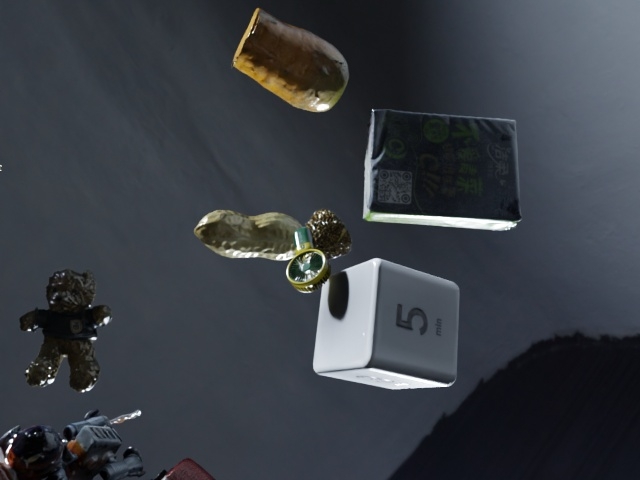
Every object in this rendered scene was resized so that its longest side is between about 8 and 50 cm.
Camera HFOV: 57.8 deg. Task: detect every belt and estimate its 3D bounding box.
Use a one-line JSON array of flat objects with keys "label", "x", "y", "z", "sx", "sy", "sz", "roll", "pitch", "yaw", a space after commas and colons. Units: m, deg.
[{"label": "belt", "x": -0.272, "y": 0.479, "z": 1.008, "sx": 0.124, "sy": 0.201, "sz": 0.128, "roll": 38, "pitch": 145, "yaw": 10}]

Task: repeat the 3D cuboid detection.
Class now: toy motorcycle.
[{"label": "toy motorcycle", "x": -0.368, "y": 0.328, "z": 0.828, "sx": 0.134, "sy": 0.207, "sz": 0.401, "roll": 35, "pitch": -172, "yaw": 22}]

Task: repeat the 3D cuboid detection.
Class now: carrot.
[{"label": "carrot", "x": -0.086, "y": -0.536, "z": 1.762, "sx": 0.340, "sy": 0.224, "sz": 0.224, "roll": 23, "pitch": 163, "yaw": -21}]

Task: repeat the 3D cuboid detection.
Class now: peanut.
[{"label": "peanut", "x": -0.165, "y": -0.015, "z": 1.432, "sx": 0.136, "sy": 0.298, "sz": 0.120, "roll": -49, "pitch": 46, "yaw": 47}]

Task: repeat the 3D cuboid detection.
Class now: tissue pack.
[{"label": "tissue pack", "x": 0.316, "y": -0.183, "z": 1.522, "sx": 0.393, "sy": 0.288, "sz": 0.124, "roll": 3, "pitch": 168, "yaw": -3}]

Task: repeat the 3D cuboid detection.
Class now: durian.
[{"label": "durian", "x": 0.000, "y": 0.000, "z": 1.606, "sx": 0.148, "sy": 0.091, "sz": 0.188, "roll": 53, "pitch": 147, "yaw": 6}]

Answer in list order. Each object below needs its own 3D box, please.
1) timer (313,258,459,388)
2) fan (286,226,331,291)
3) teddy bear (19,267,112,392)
[{"label": "timer", "x": 0.121, "y": 0.162, "z": 1.072, "sx": 0.194, "sy": 0.195, "sz": 0.192, "roll": 18, "pitch": 157, "yaw": -26}, {"label": "fan", "x": -0.024, "y": 0.033, "z": 1.113, "sx": 0.155, "sy": 0.082, "sz": 0.039, "roll": -101, "pitch": -17, "yaw": -45}, {"label": "teddy bear", "x": -0.518, "y": 0.184, "z": 1.180, "sx": 0.129, "sy": 0.181, "sz": 0.252, "roll": 124, "pitch": 147, "yaw": -65}]
